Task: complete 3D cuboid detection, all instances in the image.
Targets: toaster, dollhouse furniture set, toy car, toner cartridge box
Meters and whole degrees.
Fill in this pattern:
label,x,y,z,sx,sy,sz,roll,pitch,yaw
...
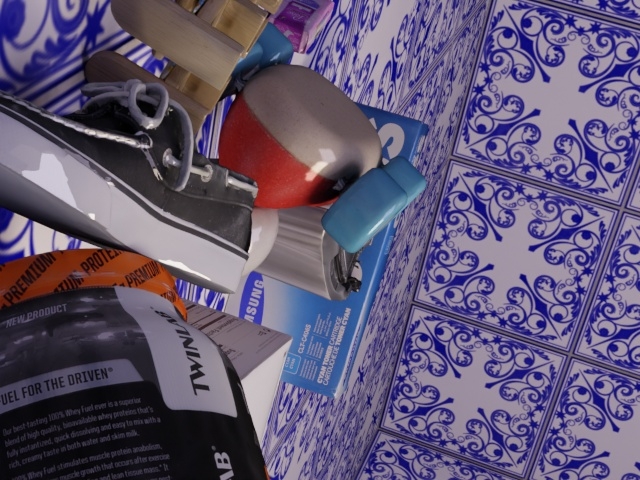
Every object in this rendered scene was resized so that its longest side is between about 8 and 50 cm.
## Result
label,x,y,z,sx,sy,sz,roll,pitch,yaw
toaster,-0.024,-0.025,1.262,0.227,0.146,0.129,79,31,-63
dollhouse furniture set,-0.084,-0.232,0.793,0.242,0.161,0.212,-50,-169,52
toy car,-0.068,-0.042,1.040,0.238,0.219,0.210,-45,177,16
toner cartridge box,0.000,0.000,1.389,0.075,0.165,0.347,-6,113,-77

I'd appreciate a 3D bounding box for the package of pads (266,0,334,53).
label,x,y,z,sx,sy,sz,roll,pitch,yaw
package of pads,-0.023,-0.232,1.198,0.083,0.050,0.032,-60,169,-47

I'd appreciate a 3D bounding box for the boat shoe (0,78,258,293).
label,x,y,z,sx,sy,sz,roll,pitch,yaw
boat shoe,-0.123,-0.049,0.719,0.306,0.113,0.105,30,77,-57

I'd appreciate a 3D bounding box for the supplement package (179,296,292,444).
label,x,y,z,sx,sy,sz,roll,pitch,yaw
supplement package,-0.148,0.205,1.034,0.204,0.145,0.261,-29,136,-74

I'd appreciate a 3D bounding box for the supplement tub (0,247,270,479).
label,x,y,z,sx,sy,sz,roll,pitch,yaw
supplement tub,-0.120,0.187,0.646,0.207,0.207,0.338,87,-14,-62
